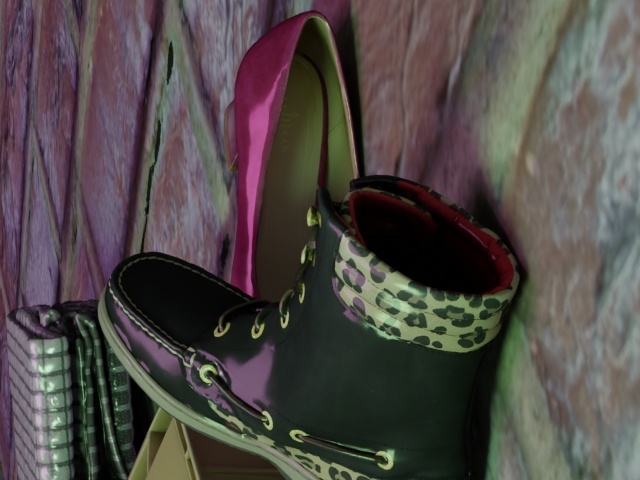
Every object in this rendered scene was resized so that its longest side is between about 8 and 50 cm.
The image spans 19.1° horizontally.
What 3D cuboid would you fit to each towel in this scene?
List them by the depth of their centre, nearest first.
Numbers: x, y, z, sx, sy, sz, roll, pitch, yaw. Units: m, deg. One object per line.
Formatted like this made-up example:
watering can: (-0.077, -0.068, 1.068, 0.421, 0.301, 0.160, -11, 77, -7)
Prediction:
towel: (-0.232, 0.176, 1.859, 0.283, 0.121, 0.235, -174, 79, -76)

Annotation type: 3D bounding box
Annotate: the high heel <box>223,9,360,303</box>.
high heel: (0.000, 0.000, 1.038, 0.117, 0.082, 0.244, 130, 137, -60)

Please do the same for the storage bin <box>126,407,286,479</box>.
storage bin: (-0.043, 0.247, 1.086, 0.260, 0.123, 0.262, -110, 33, -41)

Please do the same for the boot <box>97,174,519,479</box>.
boot: (-0.008, 0.030, 0.926, 0.236, 0.085, 0.179, 35, 136, 26)
